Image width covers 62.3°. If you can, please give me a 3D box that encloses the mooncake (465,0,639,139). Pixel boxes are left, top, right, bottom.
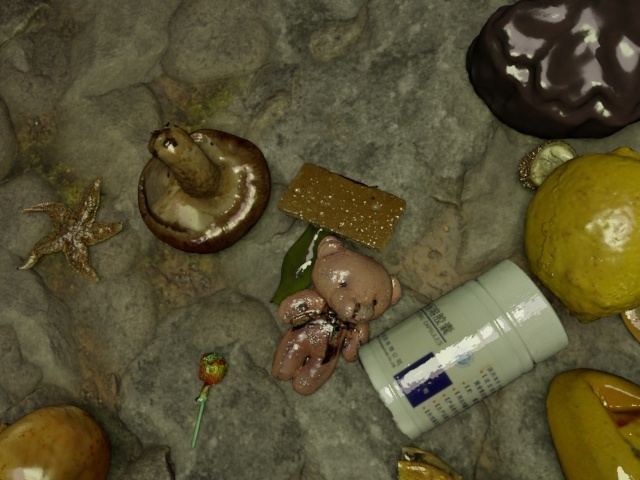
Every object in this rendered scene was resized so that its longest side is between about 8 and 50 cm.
[{"bbox_3d":[0.497,-0.372,0.992,0.350,0.212,0.381,40,91,5],"label":"mooncake"}]

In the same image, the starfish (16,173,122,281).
[{"bbox_3d":[-0.541,-0.016,1.158,0.235,0.062,0.277,42,88,10],"label":"starfish"}]

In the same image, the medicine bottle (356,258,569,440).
[{"bbox_3d":[0.252,0.191,0.949,0.332,0.190,0.190,-32,79,3],"label":"medicine bottle"}]

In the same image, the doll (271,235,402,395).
[{"bbox_3d":[0.022,0.161,1.002,0.201,0.156,0.303,30,88,-12],"label":"doll"}]

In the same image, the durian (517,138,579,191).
[{"bbox_3d":[0.427,-0.136,1.026,0.140,0.071,0.111,-17,102,-18],"label":"durian"}]

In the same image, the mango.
[{"bbox_3d":[0.519,0.383,0.883,0.252,0.182,0.365,-22,62,-21],"label":"mango"}]

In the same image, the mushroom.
[{"bbox_3d":[-0.250,-0.097,1.067,0.267,0.254,0.268,6,105,25],"label":"mushroom"}]

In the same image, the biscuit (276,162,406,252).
[{"bbox_3d":[0.041,-0.066,1.025,0.230,0.025,0.131,24,64,15],"label":"biscuit"}]

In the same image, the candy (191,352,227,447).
[{"bbox_3d":[-0.237,0.327,1.079,0.060,0.060,0.201,15,92,10],"label":"candy"}]

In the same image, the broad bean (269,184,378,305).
[{"bbox_3d":[-0.003,-0.002,1.074,0.075,0.067,0.325,36,91,-4],"label":"broad bean"}]

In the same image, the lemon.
[{"bbox_3d":[0.486,-0.008,0.916,0.253,0.253,0.311,13,89,10],"label":"lemon"}]

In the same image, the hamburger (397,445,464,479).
[{"bbox_3d":[0.204,0.520,0.938,0.156,0.144,0.283,0,87,4],"label":"hamburger"}]

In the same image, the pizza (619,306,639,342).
[{"bbox_3d":[0.679,0.129,0.975,0.261,0.034,0.181,12,83,9],"label":"pizza"}]

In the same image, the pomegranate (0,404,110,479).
[{"bbox_3d":[-0.532,0.434,1.008,0.248,0.248,0.249,-1,82,8],"label":"pomegranate"}]
